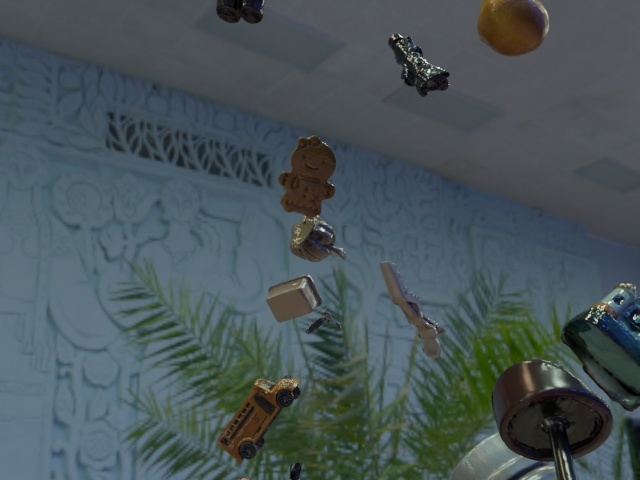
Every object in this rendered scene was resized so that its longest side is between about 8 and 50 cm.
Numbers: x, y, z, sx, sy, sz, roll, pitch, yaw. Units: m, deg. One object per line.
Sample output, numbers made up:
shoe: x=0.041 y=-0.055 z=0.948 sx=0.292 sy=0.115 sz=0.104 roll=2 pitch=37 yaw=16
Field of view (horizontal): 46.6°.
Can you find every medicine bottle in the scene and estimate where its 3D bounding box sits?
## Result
medicine bottle: x=0.468 y=0.615 z=1.705 sx=0.245 sy=0.306 sz=0.245 roll=-24 pitch=-40 yaw=-22

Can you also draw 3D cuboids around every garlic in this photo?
garlic: x=0.000 y=0.000 z=2.090 sx=0.194 sy=0.131 sz=0.127 roll=20 pitch=-1 yaw=-35

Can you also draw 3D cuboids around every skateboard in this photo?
skateboard: x=0.006 y=0.172 z=1.512 sx=0.064 sy=0.032 sz=0.083 roll=-39 pitch=13 yaw=-14

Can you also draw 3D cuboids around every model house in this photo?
model house: x=0.768 y=0.223 z=1.816 sx=0.291 sy=0.253 sz=0.184 roll=-35 pitch=-16 yaw=-30

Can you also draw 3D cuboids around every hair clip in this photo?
hair clip: x=0.160 y=0.124 z=1.312 sx=0.034 sy=0.072 sz=0.226 roll=-16 pitch=-49 yaw=30

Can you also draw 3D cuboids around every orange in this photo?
orange: x=0.401 y=-0.462 z=1.569 sx=0.159 sy=0.159 sz=0.136 roll=16 pitch=-45 yaw=-44

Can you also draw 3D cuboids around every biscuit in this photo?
biscuit: x=-0.023 y=-0.140 z=1.689 sx=0.133 sy=0.184 sz=0.027 roll=27 pitch=9 yaw=-14

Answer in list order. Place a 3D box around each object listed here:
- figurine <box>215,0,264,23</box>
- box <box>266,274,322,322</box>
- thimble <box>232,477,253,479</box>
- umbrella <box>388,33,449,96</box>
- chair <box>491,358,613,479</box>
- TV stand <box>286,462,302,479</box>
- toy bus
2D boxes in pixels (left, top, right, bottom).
figurine: x=-0.150 y=-0.656 z=1.651 sx=0.281 sy=0.370 sz=0.167 roll=5 pitch=-19 yaw=13
box: x=-0.068 y=0.145 z=1.808 sx=0.122 sy=0.089 sz=0.062 roll=-19 pitch=16 yaw=24
thimble: x=-0.201 y=0.659 z=1.754 sx=0.163 sy=0.125 sz=0.190 roll=-15 pitch=-39 yaw=-39
umbrella: x=0.209 y=-0.396 z=1.683 sx=0.080 sy=0.224 sz=0.071 roll=-16 pitch=-44 yaw=-13
chair: x=0.441 y=0.420 z=1.336 sx=0.226 sy=0.401 sz=0.227 roll=2 pitch=-52 yaw=3
TV stand: x=-0.082 y=0.776 z=2.187 sx=0.042 sy=0.249 sz=0.036 roll=15 pitch=-43 yaw=-12
toy bus: x=-0.121 y=0.345 z=1.490 sx=0.088 sy=0.195 sz=0.083 roll=36 pitch=5 yaw=7
